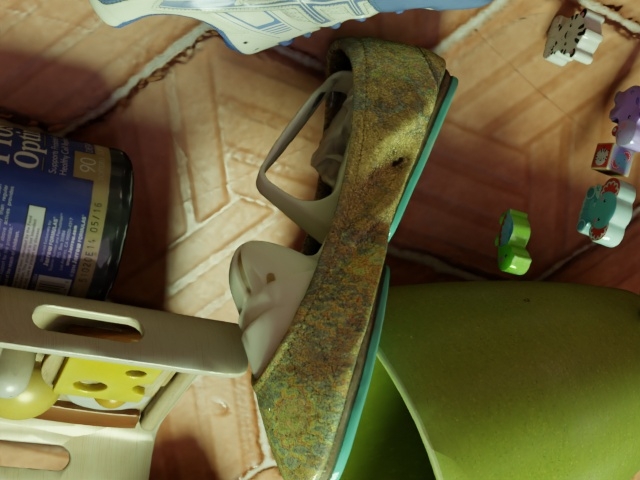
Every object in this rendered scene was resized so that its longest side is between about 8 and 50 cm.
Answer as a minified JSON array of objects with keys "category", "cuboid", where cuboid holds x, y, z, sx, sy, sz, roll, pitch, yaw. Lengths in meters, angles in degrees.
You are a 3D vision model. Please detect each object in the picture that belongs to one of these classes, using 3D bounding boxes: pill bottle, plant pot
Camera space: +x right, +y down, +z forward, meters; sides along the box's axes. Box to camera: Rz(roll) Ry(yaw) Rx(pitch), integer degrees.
[{"category":"pill bottle","cuboid":[-0.251,-0.025,0.736,0.219,0.123,0.123,11,118,-20]},{"category":"plant pot","cuboid":[0.152,0.142,0.884,0.293,0.275,0.274,-16,125,-25]}]

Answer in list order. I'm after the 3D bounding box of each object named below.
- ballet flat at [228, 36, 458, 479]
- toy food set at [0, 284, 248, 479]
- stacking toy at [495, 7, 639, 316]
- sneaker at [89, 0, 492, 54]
[{"category":"ballet flat","cuboid":[0.000,0.000,0.725,0.123,0.348,0.123,15,154,8]},{"category":"toy food set","cuboid":[-0.203,0.130,0.798,0.220,0.092,0.306,10,150,-19]},{"category":"stacking toy","cuboid":[0.239,-0.057,0.834,0.167,0.052,0.221,17,88,-22]},{"category":"sneaker","cuboid":[-0.016,-0.190,0.723,0.296,0.112,0.131,7,136,-16]}]
